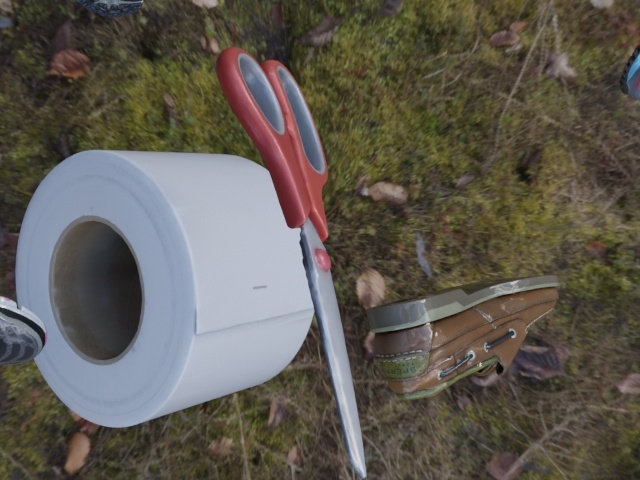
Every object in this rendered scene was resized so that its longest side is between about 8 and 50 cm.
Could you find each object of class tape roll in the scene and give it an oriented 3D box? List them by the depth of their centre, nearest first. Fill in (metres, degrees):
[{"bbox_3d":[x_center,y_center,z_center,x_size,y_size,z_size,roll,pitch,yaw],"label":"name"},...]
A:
[{"bbox_3d":[-0.148,0.038,0.769,0.246,0.169,0.246,3,95,36],"label":"tape roll"}]

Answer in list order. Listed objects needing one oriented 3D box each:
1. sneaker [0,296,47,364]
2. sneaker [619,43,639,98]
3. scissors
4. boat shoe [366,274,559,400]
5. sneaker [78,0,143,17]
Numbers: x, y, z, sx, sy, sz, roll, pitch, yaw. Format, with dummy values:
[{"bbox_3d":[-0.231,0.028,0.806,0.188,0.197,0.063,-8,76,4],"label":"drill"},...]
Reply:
[{"bbox_3d":[-0.272,0.077,0.560,0.063,0.170,0.075,-48,49,27],"label":"sneaker"},{"bbox_3d":[0.467,-0.236,0.912,0.262,0.104,0.125,-39,80,20],"label":"sneaker"},{"bbox_3d":[0.000,0.000,0.518,0.021,0.109,0.297,-27,70,19],"label":"scissors"},{"bbox_3d":[0.170,0.103,0.911,0.307,0.111,0.104,-8,85,-41],"label":"boat shoe"},{"bbox_3d":[-0.189,-0.212,0.577,0.052,0.135,0.058,-23,61,31],"label":"sneaker"}]
